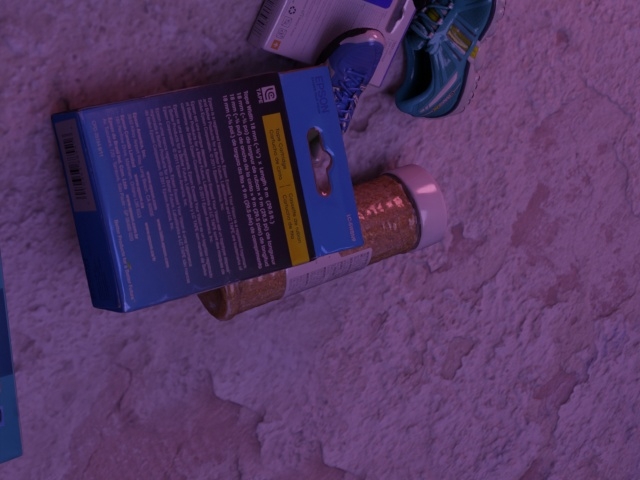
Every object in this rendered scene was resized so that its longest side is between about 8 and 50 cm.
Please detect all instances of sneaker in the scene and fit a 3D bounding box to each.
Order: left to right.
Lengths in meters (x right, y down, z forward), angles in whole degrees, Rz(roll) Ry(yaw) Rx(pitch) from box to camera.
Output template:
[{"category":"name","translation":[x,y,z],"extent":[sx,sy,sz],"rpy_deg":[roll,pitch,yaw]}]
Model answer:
[{"category":"sneaker","translation":[0.024,-0.183,1.673],"extent":[0.080,0.081,0.211],"rpy_deg":[6,138,-32]},{"category":"sneaker","translation":[0.169,-0.286,1.752],"extent":[0.110,0.107,0.275],"rpy_deg":[-5,120,-31]}]

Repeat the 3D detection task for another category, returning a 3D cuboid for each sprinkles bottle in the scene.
[{"category":"sprinkles bottle","translation":[0.000,0.000,1.795],"extent":[0.355,0.121,0.121],"rpy_deg":[-20,127,-26]}]

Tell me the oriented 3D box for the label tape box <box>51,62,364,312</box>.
[{"category":"label tape box","translation":[-0.133,-0.068,1.599],"extent":[0.334,0.106,0.240],"rpy_deg":[-15,97,-29]}]

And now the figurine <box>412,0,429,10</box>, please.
[{"category":"figurine","translation":[0.100,-0.416,1.588],"extent":[0.215,0.092,0.209],"rpy_deg":[27,85,-40]}]

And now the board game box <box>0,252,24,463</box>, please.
[{"category":"board game box","translation":[-0.416,0.046,1.420],"extent":[0.079,0.254,0.336],"rpy_deg":[-17,126,-29]}]

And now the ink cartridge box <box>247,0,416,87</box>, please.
[{"category":"ink cartridge box","translation":[0.035,-0.314,1.674],"extent":[0.208,0.045,0.206],"rpy_deg":[13,109,-40]}]
